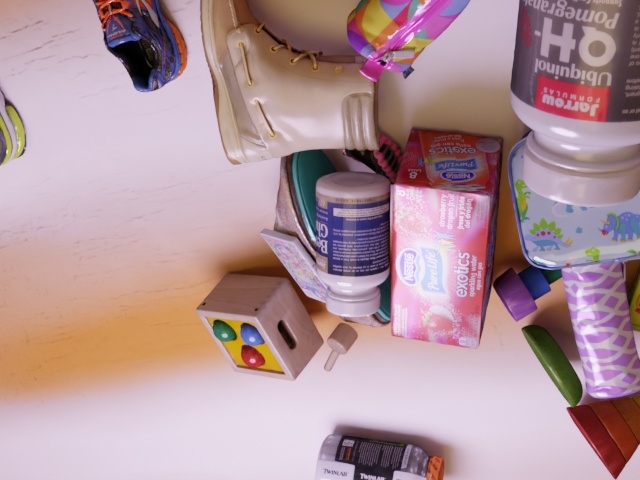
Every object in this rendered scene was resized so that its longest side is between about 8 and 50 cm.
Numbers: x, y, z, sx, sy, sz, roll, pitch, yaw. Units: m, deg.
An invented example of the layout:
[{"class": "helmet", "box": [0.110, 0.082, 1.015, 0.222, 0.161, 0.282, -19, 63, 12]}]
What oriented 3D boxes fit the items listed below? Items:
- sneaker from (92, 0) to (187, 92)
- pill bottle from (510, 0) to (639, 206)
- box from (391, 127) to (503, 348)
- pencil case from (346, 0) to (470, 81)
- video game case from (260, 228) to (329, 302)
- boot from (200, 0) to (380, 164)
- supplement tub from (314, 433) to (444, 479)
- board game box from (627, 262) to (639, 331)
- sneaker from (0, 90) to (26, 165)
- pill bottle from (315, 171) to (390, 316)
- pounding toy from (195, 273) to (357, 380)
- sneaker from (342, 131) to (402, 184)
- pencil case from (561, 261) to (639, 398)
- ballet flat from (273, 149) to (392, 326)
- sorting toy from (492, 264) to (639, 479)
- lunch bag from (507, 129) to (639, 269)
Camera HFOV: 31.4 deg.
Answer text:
[{"class": "sneaker", "box": [-0.235, -0.277, 1.386, 0.083, 0.087, 0.221, -15, 122, 27]}, {"class": "pill bottle", "box": [0.290, -0.205, 1.183, 0.176, 0.176, 0.319, 7, 118, 12]}, {"class": "box", "box": [0.160, -0.001, 1.457, 0.122, 0.128, 0.257, 7, 130, 12]}, {"class": "pencil case", "box": [0.127, -0.281, 1.260, 0.104, 0.104, 0.236, 36, 129, -12]}, {"class": "video game case", "box": [-0.025, 0.037, 1.520, 0.087, 0.011, 0.122, 15, 146, 56]}, {"class": "boot", "box": [-0.031, -0.222, 1.355, 0.203, 0.095, 0.262, -3, 110, 13]}, {"class": "supplement tub", "box": [0.093, 0.372, 1.787, 0.190, 0.117, 0.117, 6, 129, 14]}, {"class": "board game box", "box": [0.454, 0.045, 1.455, 0.092, 0.043, 0.181, 13, 130, 7]}, {"class": "sneaker", "box": [-0.501, -0.204, 1.507, 0.111, 0.121, 0.300, -13, 123, 26]}, {"class": "pill bottle", "box": [0.041, 0.005, 1.429, 0.094, 0.094, 0.169, 4, 107, 15]}, {"class": "pounding toy", "box": [-0.050, 0.149, 1.624, 0.206, 0.094, 0.181, 3, 132, 43]}, {"class": "sneaker", "box": [0.057, -0.116, 1.451, 0.119, 0.047, 0.057, 51, 134, -5]}, {"class": "pencil case", "box": [0.367, 0.100, 1.466, 0.088, 0.086, 0.206, -10, 104, 15]}, {"class": "ballet flat", "box": [0.000, 0.000, 1.530, 0.106, 0.107, 0.316, -3, 128, 40]}, {"class": "sorting toy", "box": [0.370, 0.162, 1.562, 0.126, 0.127, 0.366, -32, 114, 3]}, {"class": "lunch bag", "box": [0.339, -0.064, 1.348, 0.218, 0.090, 0.176, -9, 100, 22]}]
